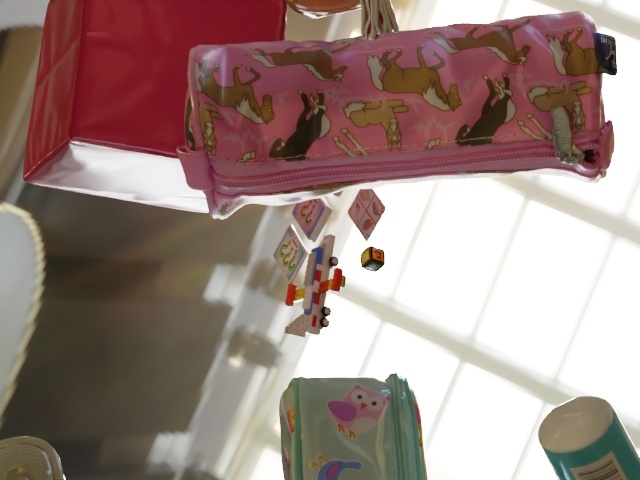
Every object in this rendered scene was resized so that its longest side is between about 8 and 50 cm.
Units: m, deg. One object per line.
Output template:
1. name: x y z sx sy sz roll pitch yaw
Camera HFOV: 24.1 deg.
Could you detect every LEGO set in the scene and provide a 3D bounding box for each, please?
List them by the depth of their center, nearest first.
1. LEGO set: 0.000 0.000 1.787 0.182 0.060 0.244 -61 30 19

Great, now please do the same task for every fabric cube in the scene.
1. fabric cube: -0.202 -0.195 1.824 0.258 0.254 0.259 155 123 -67

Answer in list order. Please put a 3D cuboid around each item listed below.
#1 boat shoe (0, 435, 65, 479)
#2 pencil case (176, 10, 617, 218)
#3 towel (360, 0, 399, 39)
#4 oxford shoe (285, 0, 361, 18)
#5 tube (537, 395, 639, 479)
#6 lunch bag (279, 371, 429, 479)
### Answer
1. boat shoe: -0.205 0.253 1.035 0.079 0.084 0.233 102 165 -49
2. pencil case: 0.065 -0.112 1.332 0.167 0.386 0.160 145 120 -86
3. towel: 0.021 -0.252 1.183 0.197 0.029 0.144 -98 -9 -64
4. oxford shoe: 0.057 -0.272 1.474 0.076 0.212 0.076 44 -136 -44
5. tube: 0.209 0.196 1.004 0.207 0.080 0.052 60 -137 -26
6. lunch bag: 0.029 0.236 1.143 0.279 0.108 0.224 89 176 -66
